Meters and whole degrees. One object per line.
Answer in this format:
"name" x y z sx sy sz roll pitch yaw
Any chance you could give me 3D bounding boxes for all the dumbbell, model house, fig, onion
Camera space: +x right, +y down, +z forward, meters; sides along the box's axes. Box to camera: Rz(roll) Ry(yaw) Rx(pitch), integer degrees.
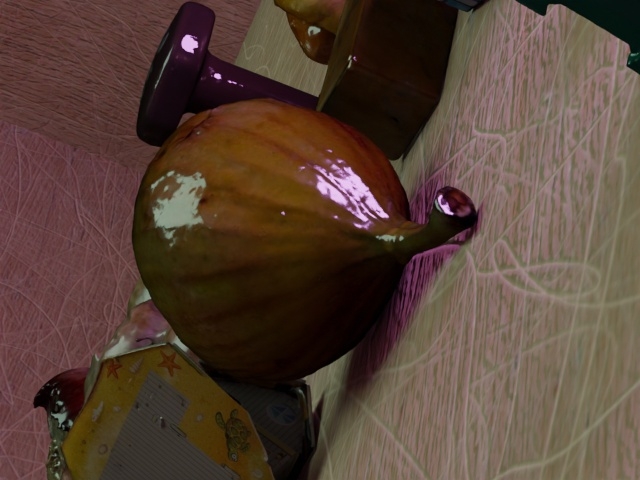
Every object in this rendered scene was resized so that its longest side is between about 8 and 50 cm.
"dumbbell" -0.051 -0.122 1.648 0.124 0.225 0.140 -92 23 -66
"model house" -0.082 0.165 1.473 0.136 0.207 0.219 -35 -25 -52
"fig" 0.000 0.000 1.290 0.321 0.217 0.217 1 69 58
"onion" -0.227 0.273 2.117 0.272 0.195 0.272 164 90 -77

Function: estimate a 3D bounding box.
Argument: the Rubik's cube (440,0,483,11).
"Rubik's cube" 0.103 -0.247 1.420 0.092 0.092 0.092 166 125 -80

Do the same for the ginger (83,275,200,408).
"ginger" -0.118 0.101 1.798 0.256 0.176 0.375 -47 14 19

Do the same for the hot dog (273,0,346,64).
"hot dog" 0.034 -0.281 1.817 0.153 0.150 0.256 -45 24 47

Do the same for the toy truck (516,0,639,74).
"toy truck" 0.168 -0.194 0.858 0.116 0.110 0.216 -36 32 52

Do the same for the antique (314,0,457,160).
"antique" 0.072 -0.219 1.582 0.093 0.087 0.310 123 166 -49
